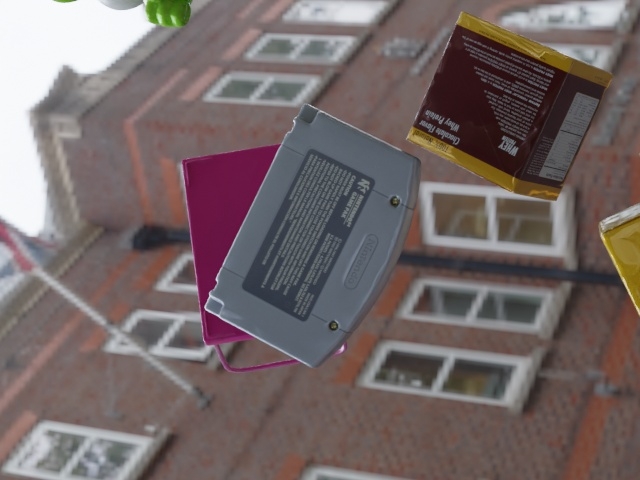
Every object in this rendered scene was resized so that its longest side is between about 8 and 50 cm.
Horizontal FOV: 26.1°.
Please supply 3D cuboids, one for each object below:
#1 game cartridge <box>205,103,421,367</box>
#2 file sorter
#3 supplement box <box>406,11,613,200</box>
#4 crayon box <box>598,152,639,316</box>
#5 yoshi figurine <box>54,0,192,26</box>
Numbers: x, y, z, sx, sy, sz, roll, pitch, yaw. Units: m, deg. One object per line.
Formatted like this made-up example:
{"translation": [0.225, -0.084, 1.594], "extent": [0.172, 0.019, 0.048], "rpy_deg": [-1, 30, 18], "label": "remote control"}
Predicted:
{"translation": [0.000, 0.000, 1.752], "extent": [0.297, 0.198, 0.062], "rpy_deg": [-63, -10, 4], "label": "game cartridge"}
{"translation": [-0.078, 0.030, 2.057], "extent": [0.182, 0.202, 0.290], "rpy_deg": [80, 180, -66], "label": "file sorter"}
{"translation": [0.259, -0.182, 1.895], "extent": [0.129, 0.191, 0.194], "rpy_deg": [7, -71, -54], "label": "supplement box"}
{"translation": [0.382, 0.067, 1.481], "extent": [0.323, 0.083, 0.203], "rpy_deg": [65, -168, 1], "label": "crayon box"}
{"translation": [-0.186, -0.349, 1.570], "extent": [0.203, 0.362, 0.203], "rpy_deg": [-68, -34, -52], "label": "yoshi figurine"}
